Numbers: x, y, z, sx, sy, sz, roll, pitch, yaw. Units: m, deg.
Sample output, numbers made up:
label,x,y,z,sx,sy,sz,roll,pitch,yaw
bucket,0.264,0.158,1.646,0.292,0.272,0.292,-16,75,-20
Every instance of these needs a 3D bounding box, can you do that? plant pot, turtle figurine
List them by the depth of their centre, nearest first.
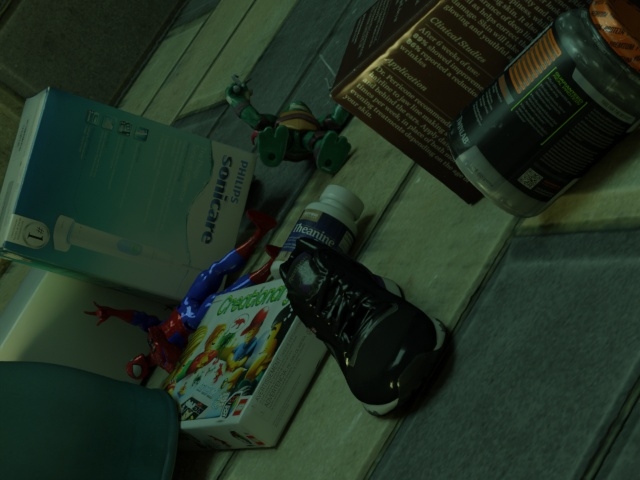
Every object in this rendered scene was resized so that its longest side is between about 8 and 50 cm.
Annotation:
label,x,y,z,sx,sy,sz,roll,pitch,yaw
plant pot,-0.329,0.249,1.809,0.271,0.255,0.271,-49,28,37
turtle figurine,-0.029,-0.156,2.160,0.175,0.118,0.234,-10,25,0

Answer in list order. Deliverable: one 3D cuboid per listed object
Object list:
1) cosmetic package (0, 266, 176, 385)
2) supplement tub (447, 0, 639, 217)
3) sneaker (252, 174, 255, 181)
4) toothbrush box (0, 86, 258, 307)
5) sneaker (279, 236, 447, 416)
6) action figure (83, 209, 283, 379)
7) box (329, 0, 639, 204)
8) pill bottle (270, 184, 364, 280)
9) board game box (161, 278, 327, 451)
label,x,y,z,sx,sy,sz,roll,pitch,yaw
cosmetic package,-0.314,0.103,2.252,0.155,0.197,0.365,-27,32,59
supplement tub,0.211,-0.118,1.434,0.190,0.117,0.117,-44,19,28
sneaker,-0.180,-0.051,2.398,0.129,0.111,0.297,-69,13,-15
toothbrush box,-0.256,-0.048,2.140,0.126,0.295,0.216,-6,69,68
sneaker,0.021,0.072,1.546,0.107,0.124,0.283,-53,17,2
action figure,-0.176,0.075,2.037,0.280,0.139,0.091,-48,50,26
box,0.201,-0.220,1.531,0.381,0.191,0.143,-38,23,41
pill bottle,0.000,0.000,1.841,0.120,0.067,0.067,-60,18,-20
board game box,-0.085,0.137,1.821,0.193,0.053,0.305,-61,18,-21
